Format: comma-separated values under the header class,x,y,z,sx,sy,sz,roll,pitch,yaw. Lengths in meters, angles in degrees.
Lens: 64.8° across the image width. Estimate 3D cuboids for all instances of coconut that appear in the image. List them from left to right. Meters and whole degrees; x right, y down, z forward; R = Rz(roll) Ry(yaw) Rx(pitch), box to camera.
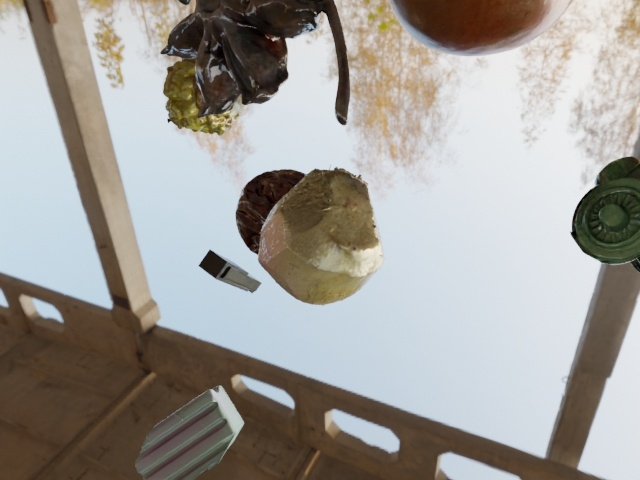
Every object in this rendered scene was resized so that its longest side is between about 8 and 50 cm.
class,x,y,z,sx,sy,sz,roll,pitch,yaw
coconut,0.001,0.003,0.731,0.194,0.195,0.194,-2,-150,1

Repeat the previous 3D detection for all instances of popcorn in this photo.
class,x,y,z,sx,sy,sz,roll,pitch,yaw
popcorn,-0.291,-0.368,1.265,0.169,0.189,0.218,-2,177,33

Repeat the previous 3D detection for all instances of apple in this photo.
class,x,y,z,sx,sy,sz,roll,pitch,yaw
apple,0.206,-0.363,0.640,0.253,0.254,0.254,-2,-150,1

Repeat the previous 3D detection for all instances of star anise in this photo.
class,x,y,z,sx,sy,sz,roll,pitch,yaw
star anise,-0.094,-0.289,0.684,0.139,0.360,0.315,-10,178,-44

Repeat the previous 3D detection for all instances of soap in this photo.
class,x,y,z,sx,sy,sz,roll,pitch,yaw
soap,-0.291,0.449,1.119,0.230,0.145,0.091,-34,170,2

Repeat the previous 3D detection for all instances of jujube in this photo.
class,x,y,z,sx,sy,sz,roll,pitch,yaw
jujube,-0.045,-0.038,1.376,0.376,0.277,0.276,29,-139,25

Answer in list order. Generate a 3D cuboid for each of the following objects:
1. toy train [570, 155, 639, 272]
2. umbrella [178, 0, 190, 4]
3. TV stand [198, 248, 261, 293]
class,x,y,z,sx,sy,sz,roll,pitch,yaw
toy train,0.469,0.029,0.502,0.179,0.272,0.442,16,-139,-33
umbrella,-0.251,-0.422,0.813,0.031,0.036,0.133,-39,172,15
TV stand,-0.185,0.072,1.083,0.049,0.256,0.040,34,-95,14
